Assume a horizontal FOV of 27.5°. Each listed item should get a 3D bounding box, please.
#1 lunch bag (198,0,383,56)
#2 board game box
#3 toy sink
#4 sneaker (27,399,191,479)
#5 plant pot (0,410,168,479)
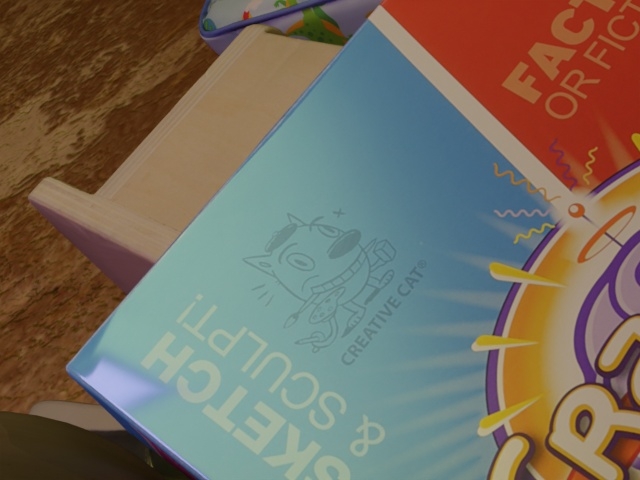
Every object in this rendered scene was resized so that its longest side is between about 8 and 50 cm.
[{"bbox_3d":[0.048,-0.167,0.749,0.219,0.090,0.176,-9,46,39],"label":"lunch bag"},{"bbox_3d":[0.122,0.041,0.366,0.316,0.064,0.242,33,75,25],"label":"board game box"},{"bbox_3d":[0.000,0.000,0.591,0.131,0.153,0.234,-50,33,-14],"label":"toy sink"},{"bbox_3d":[-0.069,0.139,0.583,0.222,0.083,0.118,-7,57,44],"label":"sneaker"},{"bbox_3d":[-0.109,0.190,0.389,0.323,0.323,0.280,-41,16,1],"label":"plant pot"}]
